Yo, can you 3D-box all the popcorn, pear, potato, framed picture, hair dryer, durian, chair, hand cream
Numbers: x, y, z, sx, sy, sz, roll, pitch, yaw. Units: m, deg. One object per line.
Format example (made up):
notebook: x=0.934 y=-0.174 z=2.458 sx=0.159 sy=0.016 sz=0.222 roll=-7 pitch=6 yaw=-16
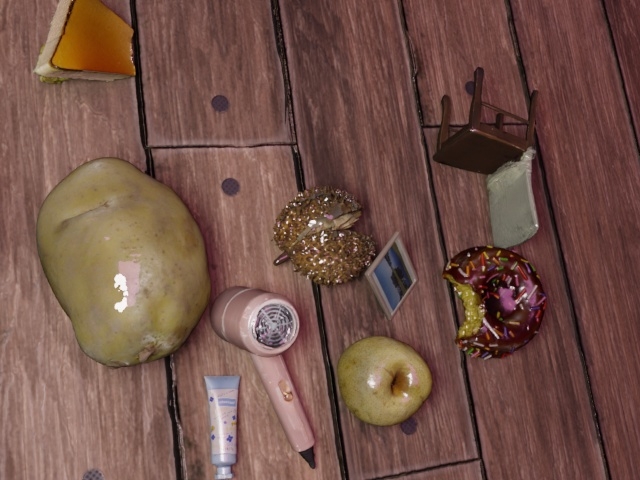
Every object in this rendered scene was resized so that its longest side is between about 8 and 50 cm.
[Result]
popcorn: x=-0.465 y=-0.314 z=1.245 sx=0.068 sy=0.059 sz=0.083 roll=22 pitch=94 yaw=18
pear: x=0.113 y=0.251 z=1.278 sx=0.167 sy=0.136 sz=0.167 roll=4 pitch=79 yaw=-21
potato: x=-0.306 y=0.035 z=1.134 sx=0.243 sy=0.221 sz=0.327 roll=-23 pitch=73 yaw=-32
framed picture: x=0.137 y=0.069 z=1.347 sx=0.109 sy=0.011 sz=0.149 roll=-53 pitch=139 yaw=-23
hair dryer: x=-0.064 y=0.242 z=1.210 sx=0.106 sy=0.189 sz=0.345 roll=-27 pitch=102 yaw=-23
durian: x=0.000 y=0.000 z=1.302 sx=0.195 sy=0.167 sz=0.196 roll=-2 pitch=64 yaw=3
chair: x=0.340 y=-0.162 z=1.448 sx=0.186 sy=0.160 sz=0.319 roll=16 pitch=69 yaw=-19
hand cream: x=-0.166 y=0.317 z=1.212 sx=0.064 sy=0.043 sz=0.171 roll=4 pitch=71 yaw=-24

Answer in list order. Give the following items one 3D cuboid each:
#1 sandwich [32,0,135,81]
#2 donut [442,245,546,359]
sandwich: x=-0.399 y=-0.327 z=1.245 sx=0.162 sy=0.058 sz=0.193 roll=40 pitch=47 yaw=-44
donut: x=0.354 y=0.120 z=1.416 sx=0.216 sy=0.096 sz=0.231 roll=5 pitch=75 yaw=-18
